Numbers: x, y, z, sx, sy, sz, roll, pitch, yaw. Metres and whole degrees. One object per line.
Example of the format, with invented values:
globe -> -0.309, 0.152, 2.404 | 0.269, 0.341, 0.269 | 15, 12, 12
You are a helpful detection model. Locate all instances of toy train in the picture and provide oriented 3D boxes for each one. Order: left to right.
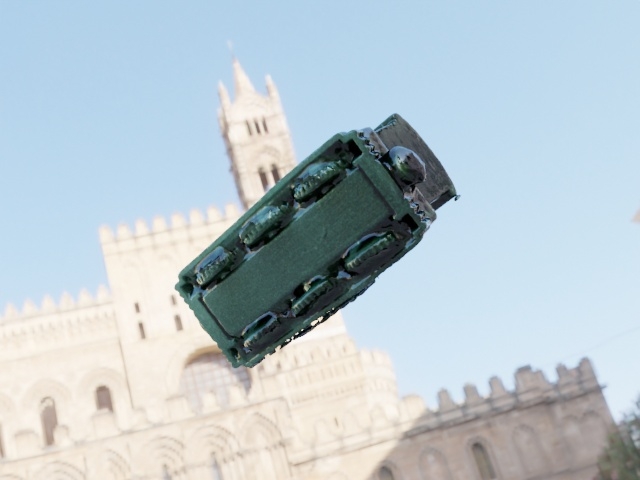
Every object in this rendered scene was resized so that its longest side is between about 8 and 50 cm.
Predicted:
toy train -> 0.000, 0.000, 0.994 | 0.330, 0.138, 0.178 | -38, -2, 35
